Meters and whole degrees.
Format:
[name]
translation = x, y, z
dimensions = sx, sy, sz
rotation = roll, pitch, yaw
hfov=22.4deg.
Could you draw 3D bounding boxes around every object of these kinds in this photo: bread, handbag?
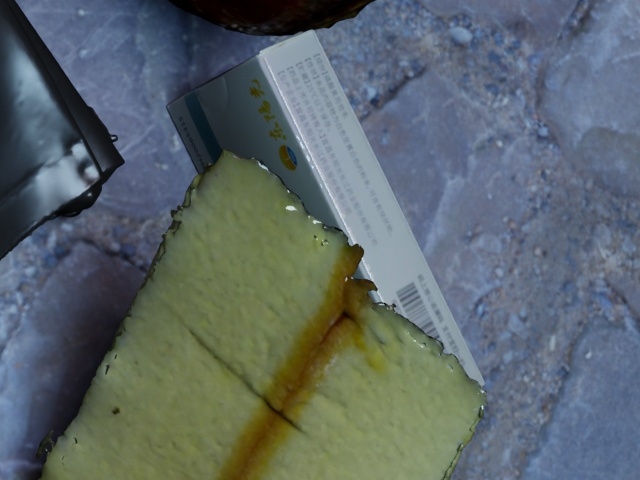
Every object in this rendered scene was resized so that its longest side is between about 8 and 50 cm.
[bread]
translation = -0.047, 0.180, 1.325
dimensions = 0.345, 0.405, 0.242
rotation = 31, 60, -6
[handbag]
translation = -0.324, -0.071, 1.336
dimensions = 0.257, 0.113, 0.285
rotation = 52, 58, -17

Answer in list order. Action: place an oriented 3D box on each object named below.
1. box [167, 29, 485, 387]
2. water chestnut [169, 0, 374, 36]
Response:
[box]
translation = 0.000, 0.000, 1.437
dimensions = 0.065, 0.200, 0.343
rotation = -29, 96, -29
[water chestnut]
translation = -0.013, -0.325, 1.395
dimensions = 0.302, 0.350, 0.350
rotation = 29, 71, -38
